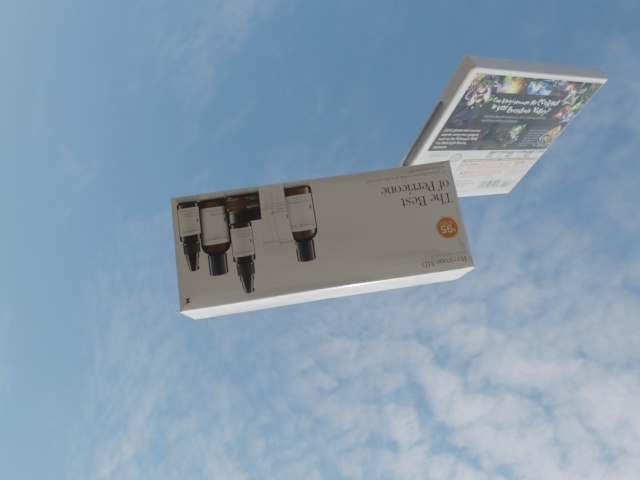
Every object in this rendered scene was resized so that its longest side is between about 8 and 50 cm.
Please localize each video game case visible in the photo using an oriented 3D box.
[{"bbox_3d":[0.180,-0.110,0.522,0.022,0.190,0.173,66,-33,30],"label":"video game case"}]

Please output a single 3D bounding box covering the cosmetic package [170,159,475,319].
[{"bbox_3d":[0.000,0.000,0.424,0.238,0.060,0.099,-9,-102,-4],"label":"cosmetic package"}]
